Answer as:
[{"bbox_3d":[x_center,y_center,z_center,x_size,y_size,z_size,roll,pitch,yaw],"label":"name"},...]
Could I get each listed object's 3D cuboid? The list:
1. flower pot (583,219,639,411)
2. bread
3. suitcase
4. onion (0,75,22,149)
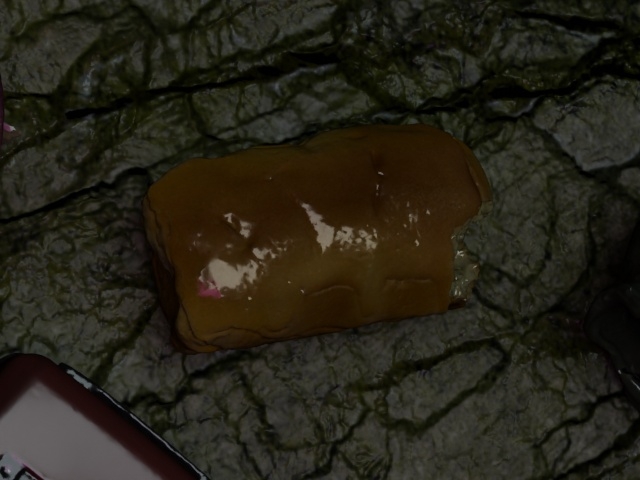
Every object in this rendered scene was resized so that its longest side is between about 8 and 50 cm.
[{"bbox_3d":[0.427,0.083,1.876,0.302,0.302,0.213,42,74,-8],"label":"flower pot"},{"bbox_3d":[0.001,-0.004,1.810,0.344,0.149,0.195,-12,85,-22],"label":"bread"},{"bbox_3d":[-0.222,0.260,1.677,0.297,0.161,0.236,40,69,-8],"label":"suitcase"},{"bbox_3d":[-0.431,-0.123,1.604,0.358,0.345,0.358,0,107,-1],"label":"onion"}]
